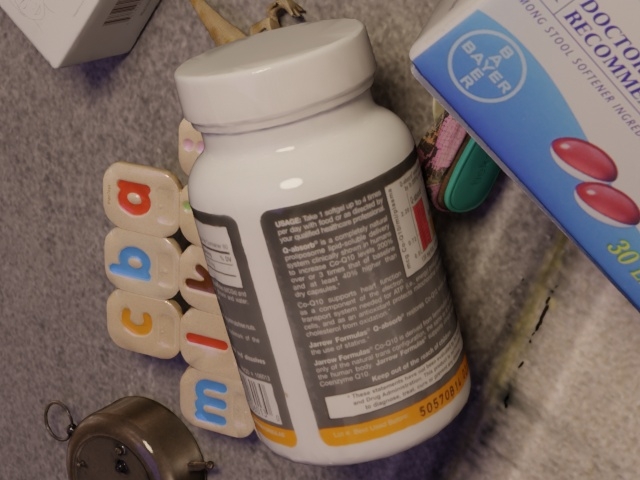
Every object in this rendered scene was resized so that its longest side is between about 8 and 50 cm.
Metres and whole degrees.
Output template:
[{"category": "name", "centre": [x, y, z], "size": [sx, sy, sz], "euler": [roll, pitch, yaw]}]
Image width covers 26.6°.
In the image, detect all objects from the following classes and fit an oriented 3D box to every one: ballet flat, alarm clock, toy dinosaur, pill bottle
[{"category": "ballet flat", "centre": [0.122, -0.119, 0.912], "size": [0.079, 0.077, 0.221], "euler": [54, 129, 32]}, {"category": "alarm clock", "centre": [-0.186, 0.202, 1.228], "size": [0.192, 0.064, 0.129], "euler": [28, 119, 28]}, {"category": "toy dinosaur", "centre": [-0.052, -0.140, 1.029], "size": [0.092, 0.053, 0.183], "euler": [-41, 81, 37]}, {"category": "pill bottle", "centre": [0.000, 0.000, 0.928], "size": [0.162, 0.162, 0.278], "euler": [-1, 112, 35]}]

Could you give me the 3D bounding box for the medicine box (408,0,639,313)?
[{"category": "medicine box", "centre": [0.247, -0.112, 0.725], "size": [0.263, 0.149, 0.289], "euler": [45, 128, -12]}]

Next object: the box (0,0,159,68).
[{"category": "box", "centre": [-0.205, -0.246, 1.075], "size": [0.170, 0.091, 0.130], "euler": [49, 126, 11]}]

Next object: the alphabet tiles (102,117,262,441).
[{"category": "alphabet tiles", "centre": [-0.046, 0.038, 1.074], "size": [0.278, 0.021, 0.284], "euler": [12, 117, 19]}]
